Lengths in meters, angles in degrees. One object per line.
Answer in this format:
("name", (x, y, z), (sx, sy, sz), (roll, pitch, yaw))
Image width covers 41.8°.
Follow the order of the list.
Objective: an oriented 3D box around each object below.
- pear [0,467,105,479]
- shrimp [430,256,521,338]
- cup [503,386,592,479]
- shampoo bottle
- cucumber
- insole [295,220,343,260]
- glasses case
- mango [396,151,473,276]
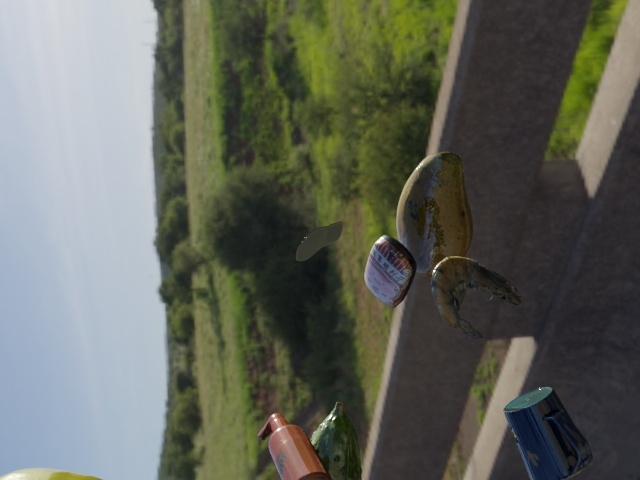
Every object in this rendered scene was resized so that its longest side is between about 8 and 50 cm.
("pear", (-0.404, 0.493, 1.302), (0.287, 0.375, 0.288), (163, 90, -79))
("shrimp", (0.309, 0.118, 1.671), (0.051, 0.217, 0.150), (-23, 51, 62))
("cup", (0.449, 0.378, 1.637), (0.155, 0.131, 0.176), (63, 157, 3))
("shampoo bottle", (-0.052, 0.402, 1.572), (0.244, 0.085, 0.086), (-137, 43, -62))
("cucumber", (0.024, 0.442, 1.650), (0.134, 0.134, 0.245), (144, 134, -80))
("insole", (0.000, 0.000, 1.399), (0.152, 0.002, 0.053), (-24, -50, -57))
("glasses case", (0.150, 0.071, 1.825), (0.103, 0.067, 0.267), (42, 162, 15))
("mango", (0.279, -0.057, 2.061), (0.175, 0.176, 0.330), (32, 144, 38))
